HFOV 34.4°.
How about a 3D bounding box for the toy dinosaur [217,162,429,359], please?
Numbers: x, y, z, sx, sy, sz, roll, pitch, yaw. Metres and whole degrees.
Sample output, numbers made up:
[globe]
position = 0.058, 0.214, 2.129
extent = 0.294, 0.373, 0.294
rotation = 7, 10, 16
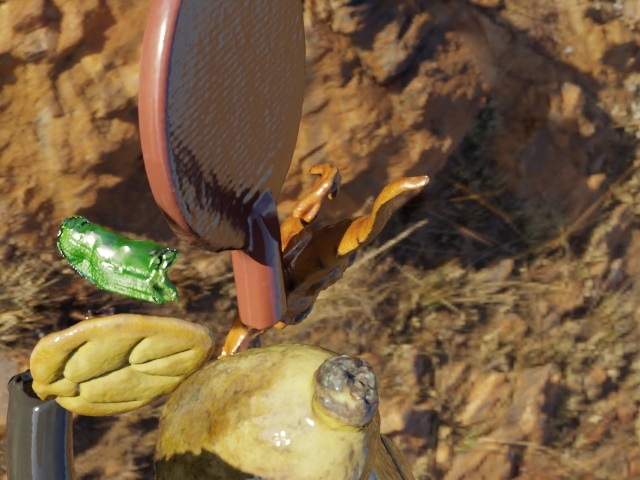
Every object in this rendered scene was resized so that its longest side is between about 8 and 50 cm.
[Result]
[toy dinosaur]
position = 0.000, 0.000, 1.122
extent = 0.097, 0.432, 0.208
rotation = 33, 42, -5

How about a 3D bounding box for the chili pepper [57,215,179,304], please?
[chili pepper]
position = -0.293, 0.031, 1.527
extent = 0.061, 0.224, 0.098
rotation = -2, 111, -66

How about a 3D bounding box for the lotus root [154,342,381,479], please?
[lotus root]
position = -0.029, 0.133, 0.673
extent = 0.138, 0.214, 0.138
rotation = 19, 57, -32

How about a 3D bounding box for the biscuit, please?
[biscuit]
position = -0.266, 0.167, 1.401
extent = 0.041, 0.260, 0.203
rotation = -101, 171, -46

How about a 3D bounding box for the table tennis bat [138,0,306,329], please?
[table tennis bat]
position = -0.071, -0.090, 0.942
extent = 0.268, 0.051, 0.415
rotation = -56, 150, -45

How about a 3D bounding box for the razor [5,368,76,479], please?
[razor]
position = -0.463, 0.391, 1.728
extent = 0.113, 0.204, 0.349
rotation = -8, 103, -25

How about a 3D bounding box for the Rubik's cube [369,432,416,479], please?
[Rubik's cube]
position = -0.019, 0.346, 0.911
extent = 0.291, 0.290, 0.292
rotation = 62, 3, 26
